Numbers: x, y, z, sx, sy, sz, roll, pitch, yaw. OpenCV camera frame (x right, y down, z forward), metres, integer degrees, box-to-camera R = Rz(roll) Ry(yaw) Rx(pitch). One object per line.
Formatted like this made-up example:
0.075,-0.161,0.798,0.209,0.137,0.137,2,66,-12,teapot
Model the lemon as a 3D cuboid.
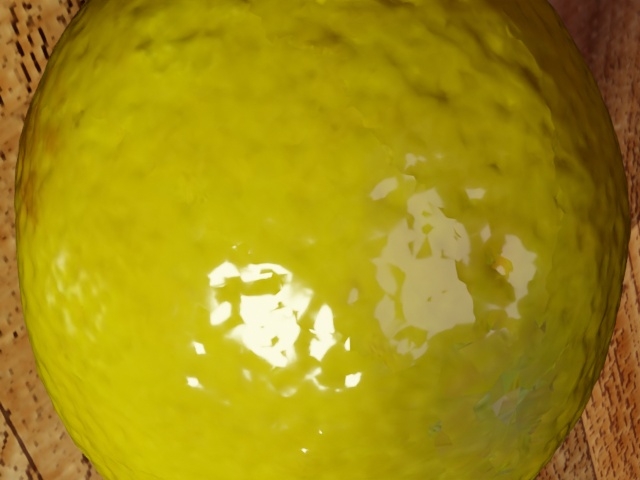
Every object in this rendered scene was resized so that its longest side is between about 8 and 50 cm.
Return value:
-0.001,-0.001,0.622,0.267,0.267,0.267,-20,120,-39,lemon
